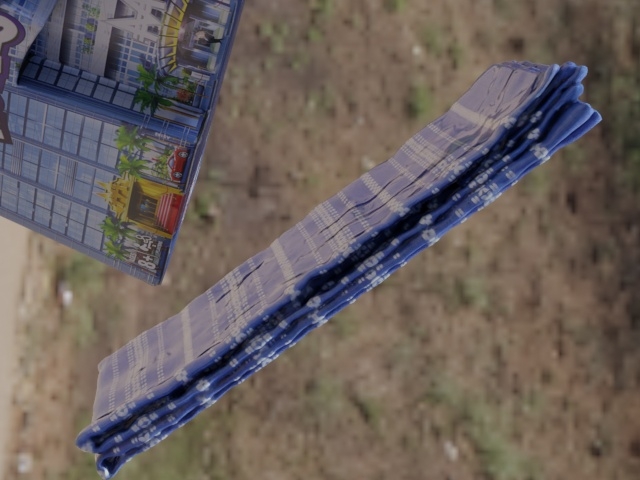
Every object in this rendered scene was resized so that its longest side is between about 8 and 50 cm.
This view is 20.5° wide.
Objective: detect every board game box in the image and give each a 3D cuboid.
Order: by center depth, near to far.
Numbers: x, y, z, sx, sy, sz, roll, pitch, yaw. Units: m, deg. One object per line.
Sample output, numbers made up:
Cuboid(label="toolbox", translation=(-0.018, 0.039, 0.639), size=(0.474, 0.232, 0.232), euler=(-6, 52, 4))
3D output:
Cuboid(label="board game box", translation=(-0.126, -0.082, 0.596), size=(0.194, 0.194, 0.060), euler=(111, -5, -57))

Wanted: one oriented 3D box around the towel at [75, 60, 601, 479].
Cuboid(label="towel", translation=(0.000, 0.000, 1.030), size=(0.040, 0.336, 0.243), euler=(54, 1, -9))
